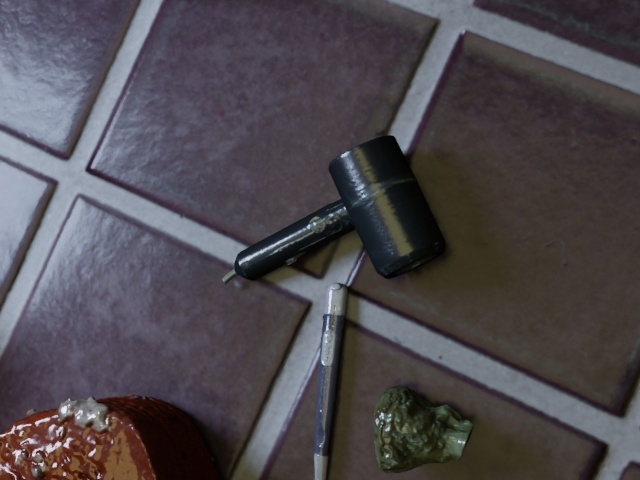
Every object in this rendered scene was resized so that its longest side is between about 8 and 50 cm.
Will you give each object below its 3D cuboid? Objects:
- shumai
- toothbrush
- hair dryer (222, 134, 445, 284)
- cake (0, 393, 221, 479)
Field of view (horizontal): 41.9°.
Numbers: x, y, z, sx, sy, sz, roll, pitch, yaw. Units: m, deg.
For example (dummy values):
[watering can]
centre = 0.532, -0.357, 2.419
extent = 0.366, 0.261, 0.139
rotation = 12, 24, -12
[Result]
[shumai]
centre = 0.096, 0.172, 0.756
extent = 0.081, 0.083, 0.082
rotation = -9, 121, 30
[toothbrush]
centre = 0.002, 0.183, 0.804
extent = 0.024, 0.026, 0.287
rotation = 5, 85, 15
[hair dryer]
centre = 0.000, 0.000, 0.807
extent = 0.219, 0.071, 0.124
rotation = -25, 80, 15
[cake]
centre = -0.185, 0.271, 0.771
extent = 0.177, 0.151, 0.282
rotation = -31, 74, 11
